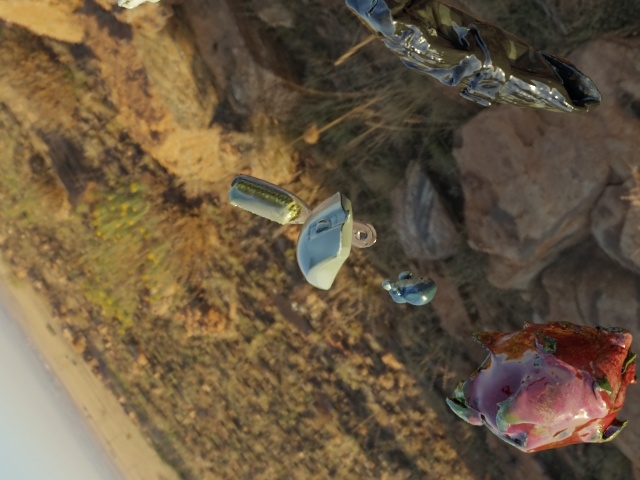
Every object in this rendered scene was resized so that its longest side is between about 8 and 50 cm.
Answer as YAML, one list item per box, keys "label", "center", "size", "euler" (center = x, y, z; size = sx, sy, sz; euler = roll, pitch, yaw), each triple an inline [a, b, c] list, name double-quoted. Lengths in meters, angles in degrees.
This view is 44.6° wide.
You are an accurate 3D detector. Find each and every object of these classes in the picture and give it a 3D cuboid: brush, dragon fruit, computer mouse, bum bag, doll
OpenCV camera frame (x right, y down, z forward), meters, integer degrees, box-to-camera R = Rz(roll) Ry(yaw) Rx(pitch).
- label: "brush"
  center: [-0.043, -0.046, 1.508]
  size: [0.312, 0.067, 0.072]
  euler: [21, 118, 11]
- label: "dragon fruit"
  center: [0.298, 0.187, 1.072]
  size: [0.198, 0.200, 0.269]
  euler: [54, 165, -8]
- label: "computer mouse"
  center: [0.000, 0.000, 0.593]
  size: [0.110, 0.032, 0.056]
  euler: [118, 154, -66]
- label: "bum bag"
  center: [0.169, -0.214, 0.899]
  size: [0.144, 0.340, 0.095]
  euler: [43, 116, 59]
- label: "doll"
  center: [0.159, 0.081, 1.332]
  size: [0.083, 0.076, 0.051]
  euler: [2, 109, 40]

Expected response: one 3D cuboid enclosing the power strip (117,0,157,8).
- label: "power strip"
  center: [-0.141, -0.405, 0.971]
  size: [0.338, 0.098, 0.058]
  euler: [-28, 86, 26]
